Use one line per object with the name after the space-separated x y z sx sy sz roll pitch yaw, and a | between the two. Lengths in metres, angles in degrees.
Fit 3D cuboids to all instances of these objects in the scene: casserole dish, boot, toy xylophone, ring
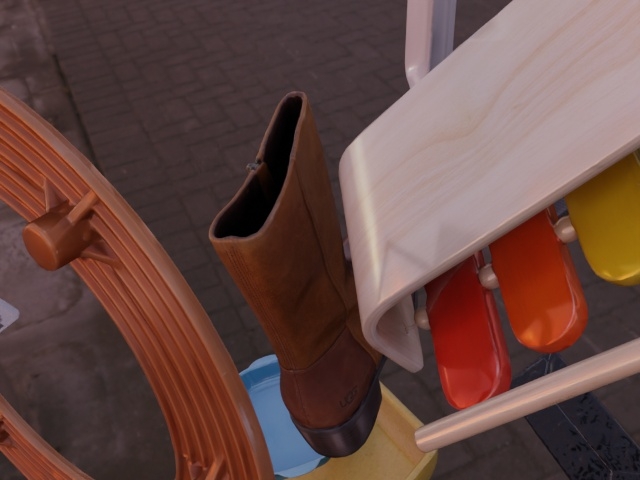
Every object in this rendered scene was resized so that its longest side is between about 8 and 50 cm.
-0.045 0.222 0.950 0.114 0.037 0.188 -18 41 -6 | casserole dish
0.000 0.000 0.641 0.096 0.280 0.264 5 46 26 | boot
0.119 -0.026 0.364 0.323 0.081 0.236 -31 48 41 | toy xylophone
-0.162 0.064 0.409 0.337 0.336 0.032 20 41 31 | ring

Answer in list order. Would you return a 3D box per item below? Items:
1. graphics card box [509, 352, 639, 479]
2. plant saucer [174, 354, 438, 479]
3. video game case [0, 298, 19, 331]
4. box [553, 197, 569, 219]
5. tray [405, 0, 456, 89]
0.399 0.329 1.006 0.094 0.371 0.233 -39 35 7 | graphics card box
-0.025 0.299 0.927 0.332 0.081 0.333 -52 32 0 | plant saucer
-0.565 0.119 1.087 0.190 0.173 0.022 -37 40 6 | video game case
0.254 -0.122 0.640 0.059 0.232 0.183 9 72 -5 | box
0.108 -0.258 0.725 0.030 0.270 0.145 -3 35 -2 | tray
